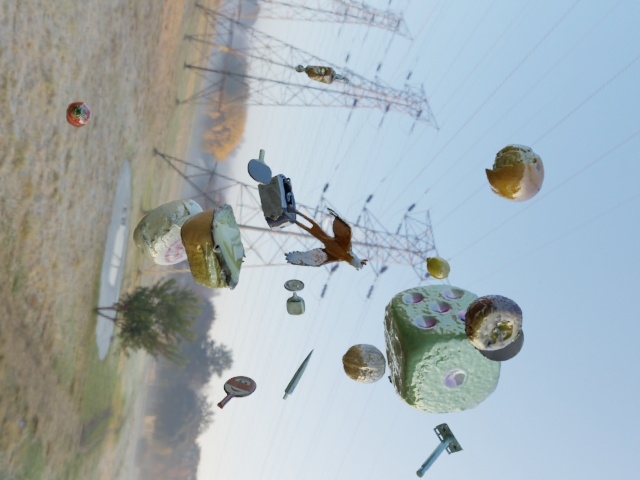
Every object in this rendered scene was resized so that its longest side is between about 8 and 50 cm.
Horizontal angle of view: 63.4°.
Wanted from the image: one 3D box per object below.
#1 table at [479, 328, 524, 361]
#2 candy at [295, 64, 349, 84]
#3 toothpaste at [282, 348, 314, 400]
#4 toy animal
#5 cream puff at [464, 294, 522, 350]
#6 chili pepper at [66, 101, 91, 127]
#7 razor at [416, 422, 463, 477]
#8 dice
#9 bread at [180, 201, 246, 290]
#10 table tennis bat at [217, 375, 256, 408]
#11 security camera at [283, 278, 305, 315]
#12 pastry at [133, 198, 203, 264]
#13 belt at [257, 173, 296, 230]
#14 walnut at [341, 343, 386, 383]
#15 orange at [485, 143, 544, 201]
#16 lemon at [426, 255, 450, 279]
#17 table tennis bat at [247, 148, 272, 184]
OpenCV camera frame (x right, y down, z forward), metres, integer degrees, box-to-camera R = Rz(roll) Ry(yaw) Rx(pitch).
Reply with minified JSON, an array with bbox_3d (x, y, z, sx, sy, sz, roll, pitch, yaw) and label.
[{"bbox_3d":[0.495,0.269,1.447,0.043,0.133,0.133,-78,179,-79],"label":"table"},{"bbox_3d":[0.008,-0.538,1.674,0.046,0.182,0.053,111,-11,-56],"label":"candy"},{"bbox_3d":[-0.075,0.463,1.794,0.197,0.029,0.048,-58,170,-19],"label":"toothpaste"},{"bbox_3d":[0.018,0.013,1.801,0.225,0.302,0.284,-53,-156,4],"label":"toy animal"},{"bbox_3d":[0.404,0.191,1.234,0.084,0.149,0.149,-106,-152,-61],"label":"cream puff"},{"bbox_3d":[-0.543,-0.285,1.164,0.191,0.050,0.059,16,-99,61],"label":"chili pepper"},{"bbox_3d":[0.383,0.710,1.715,0.068,0.232,0.106,-40,-102,38],"label":"razor"},{"bbox_3d":[0.391,0.351,1.726,0.330,0.318,0.322,-107,-167,-65],"label":"dice"},{"bbox_3d":[-0.296,0.009,1.414,0.262,0.162,0.204,-94,175,-74],"label":"bread"},{"bbox_3d":[-0.254,0.449,1.541,0.154,0.098,0.019,-36,136,-58],"label":"table tennis bat"},{"bbox_3d":[-0.067,0.153,1.350,0.058,0.058,0.092,-111,-160,-61],"label":"security camera"},{"bbox_3d":[-0.477,-0.026,1.688,0.133,0.265,0.265,52,-37,21],"label":"pastry"},{"bbox_3d":[-0.165,-0.161,2.124,0.126,0.139,0.230,-20,-114,22],"label":"belt"},{"bbox_3d":[0.112,0.319,1.343,0.105,0.124,0.105,-35,-130,56],"label":"walnut"},{"bbox_3d":[0.492,-0.170,1.317,0.134,0.156,0.156,-19,-122,36],"label":"orange"},{"bbox_3d":[0.338,0.077,1.493,0.062,0.083,0.062,-48,-174,6],"label":"lemon"},{"bbox_3d":[-0.192,-0.240,1.664,0.013,0.087,0.156,-46,-150,39],"label":"table tennis bat"}]
